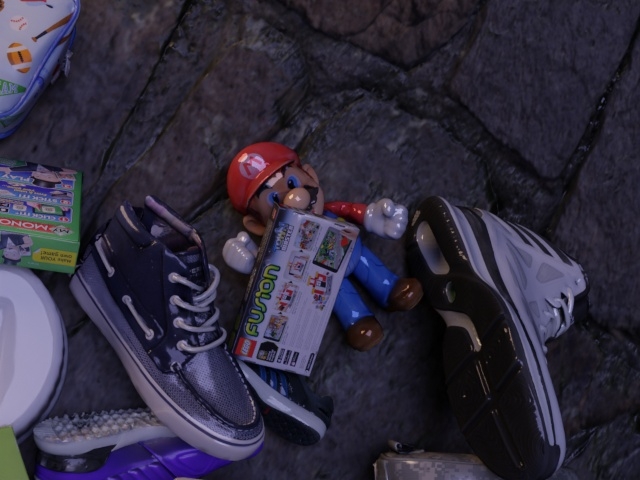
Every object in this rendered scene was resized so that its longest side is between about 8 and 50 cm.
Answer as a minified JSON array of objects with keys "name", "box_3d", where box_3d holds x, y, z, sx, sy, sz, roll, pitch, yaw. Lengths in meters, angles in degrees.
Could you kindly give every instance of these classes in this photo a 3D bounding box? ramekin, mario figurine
[{"name":"ramekin","box_3d":[-0.435,0.130,1.093,0.277,0.135,0.277,4,77,-18]},{"name":"mario figurine","box_3d":[0.000,0.000,1.252,0.320,0.170,0.198,47,41,-12]}]

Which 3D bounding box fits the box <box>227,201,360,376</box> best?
[{"name":"box","box_3d":[-0.036,0.064,1.196,0.114,0.036,0.207,17,99,-17]}]

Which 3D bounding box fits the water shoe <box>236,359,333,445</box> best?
[{"name":"water shoe","box_3d":[-0.074,0.196,1.255,0.203,0.073,0.080,39,41,-6]}]

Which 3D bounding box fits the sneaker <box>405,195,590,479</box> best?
[{"name":"sneaker","box_3d":[0.298,0.121,1.270,0.258,0.169,0.447,7,45,-23]}]

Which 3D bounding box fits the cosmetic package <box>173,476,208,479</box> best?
[{"name":"cosmetic package","box_3d":[-0.110,0.437,1.032,0.160,0.113,0.309,16,44,-32]}]

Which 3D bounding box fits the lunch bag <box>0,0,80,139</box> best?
[{"name":"lunch bag","box_3d":[-0.466,-0.283,1.183,0.303,0.115,0.243,28,69,-11]}]

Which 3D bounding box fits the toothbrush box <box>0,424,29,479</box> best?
[{"name":"toothbrush box","box_3d":[-0.356,0.373,0.987,0.122,0.206,0.283,-12,65,-31]}]

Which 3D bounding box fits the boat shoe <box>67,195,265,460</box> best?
[{"name":"boat shoe","box_3d":[-0.167,0.098,1.126,0.340,0.158,0.127,45,32,14]}]

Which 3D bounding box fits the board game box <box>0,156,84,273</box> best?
[{"name":"board game box","box_3d":[-0.446,-0.051,1.096,0.317,0.213,0.046,10,115,-17]}]

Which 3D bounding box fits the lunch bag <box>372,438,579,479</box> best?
[{"name":"lunch bag","box_3d":[0.190,0.425,1.212,0.256,0.212,0.305,9,73,-15]}]

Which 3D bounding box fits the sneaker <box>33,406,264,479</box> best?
[{"name":"sneaker","box_3d":[-0.215,0.291,1.165,0.293,0.102,0.146,2,96,-27]}]
